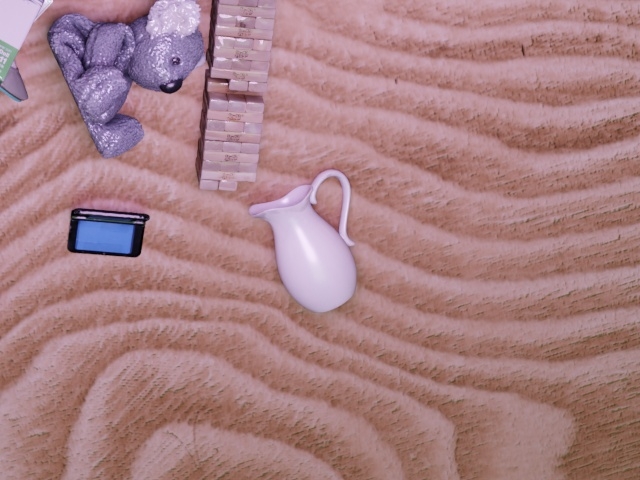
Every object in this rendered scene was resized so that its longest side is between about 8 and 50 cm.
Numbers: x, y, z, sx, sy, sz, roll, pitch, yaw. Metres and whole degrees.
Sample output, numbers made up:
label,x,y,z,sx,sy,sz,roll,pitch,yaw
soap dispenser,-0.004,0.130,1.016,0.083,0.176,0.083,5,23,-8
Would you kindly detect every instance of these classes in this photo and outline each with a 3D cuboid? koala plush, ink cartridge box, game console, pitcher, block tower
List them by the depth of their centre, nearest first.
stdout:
label,x,y,z,sx,sy,sz,roll,pitch,yaw
ink cartridge box,-0.441,-0.315,1.745,0.087,0.153,0.208,28,76,-19
koala plush,-0.273,-0.273,1.876,0.221,0.203,0.196,-25,158,-7
block tower,-0.133,-0.248,1.965,0.091,0.097,0.335,2,118,-13
game console,-0.345,-0.012,2.056,0.122,0.107,0.071,4,88,-15
pitcher,0.000,0.000,2.114,0.178,0.125,0.207,-30,109,-13

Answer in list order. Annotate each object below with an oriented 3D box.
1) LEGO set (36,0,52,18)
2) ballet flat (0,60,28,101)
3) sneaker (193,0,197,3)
label,x,y,z,sx,sy,sz,roll,pitch,yaw
LEGO set,-0.540,-0.332,1.875,0.182,0.060,0.244,42,101,-14
ballet flat,-0.496,-0.288,1.830,0.213,0.072,0.068,39,99,-17
sneaker,-0.286,-0.458,1.827,0.282,0.102,0.161,12,110,-28
